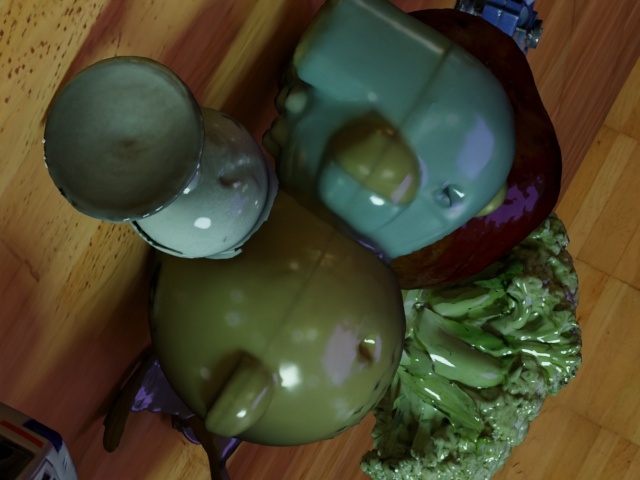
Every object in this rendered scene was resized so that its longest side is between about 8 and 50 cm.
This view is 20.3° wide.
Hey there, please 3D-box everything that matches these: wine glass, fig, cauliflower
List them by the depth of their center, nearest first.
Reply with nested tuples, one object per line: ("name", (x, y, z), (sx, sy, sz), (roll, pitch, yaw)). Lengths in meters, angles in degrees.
("wine glass", (-0.072, -0.034, 0.890), (0.079, 0.079, 0.195), (-63, 168, -1))
("fig", (0.070, -0.030, 1.299), (0.190, 0.191, 0.290), (-56, 166, -31))
("cauliflower", (0.095, 0.063, 1.571), (0.272, 0.275, 0.250), (-48, 138, 15))

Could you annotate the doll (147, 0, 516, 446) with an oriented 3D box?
("doll", (0.000, 0.000, 1.062), (0.260, 0.161, 0.177), (-58, -175, -7))

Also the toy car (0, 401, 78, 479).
("toy car", (-0.163, 0.118, 0.810), (0.108, 0.089, 0.209), (-60, 170, -19))

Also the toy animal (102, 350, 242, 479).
("toy animal", (-0.060, 0.097, 1.207), (0.155, 0.095, 0.219), (-57, 169, -6))

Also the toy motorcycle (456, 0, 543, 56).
("toy motorcycle", (0.162, -0.199, 1.575), (0.114, 0.076, 0.205), (-62, 171, -53))
